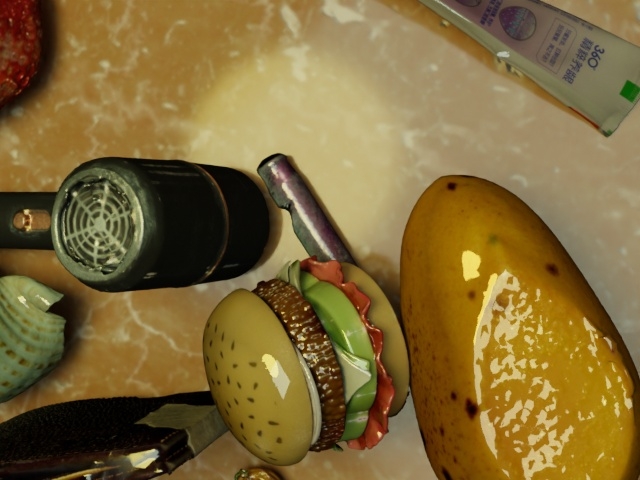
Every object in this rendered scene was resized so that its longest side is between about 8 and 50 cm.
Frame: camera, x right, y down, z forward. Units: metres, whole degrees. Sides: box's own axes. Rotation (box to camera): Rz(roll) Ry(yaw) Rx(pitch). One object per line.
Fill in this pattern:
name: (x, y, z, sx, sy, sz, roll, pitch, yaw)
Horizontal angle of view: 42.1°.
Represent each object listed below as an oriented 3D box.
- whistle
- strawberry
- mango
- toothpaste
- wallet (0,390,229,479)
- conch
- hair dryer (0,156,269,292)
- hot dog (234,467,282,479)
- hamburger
whistle: (0.000, 0.000, 0.744, 0.033, 0.033, 0.176, -33, 87, 9)
strawberry: (-0.320, -0.175, 0.744, 0.148, 0.131, 0.131, -32, 88, 17)
mango: (0.141, 0.087, 0.645, 0.159, 0.191, 0.291, -18, 94, -4)
toothpaste: (0.140, -0.194, 0.705, 0.301, 0.048, 0.075, 30, 70, 0)
wallet: (-0.210, 0.177, 0.694, 0.262, 0.221, 0.072, -12, 86, 10)
conch: (-0.334, 0.082, 0.730, 0.199, 0.131, 0.172, 3, 113, 23)
hair dryer: (-0.241, -0.014, 0.725, 0.352, 0.189, 0.107, 0, 91, 23)
hot dog: (-0.039, 0.260, 0.765, 0.049, 0.037, 0.122, -27, 94, -2)
hamburger: (-0.020, 0.101, 0.669, 0.136, 0.175, 0.175, -17, 90, -29)
